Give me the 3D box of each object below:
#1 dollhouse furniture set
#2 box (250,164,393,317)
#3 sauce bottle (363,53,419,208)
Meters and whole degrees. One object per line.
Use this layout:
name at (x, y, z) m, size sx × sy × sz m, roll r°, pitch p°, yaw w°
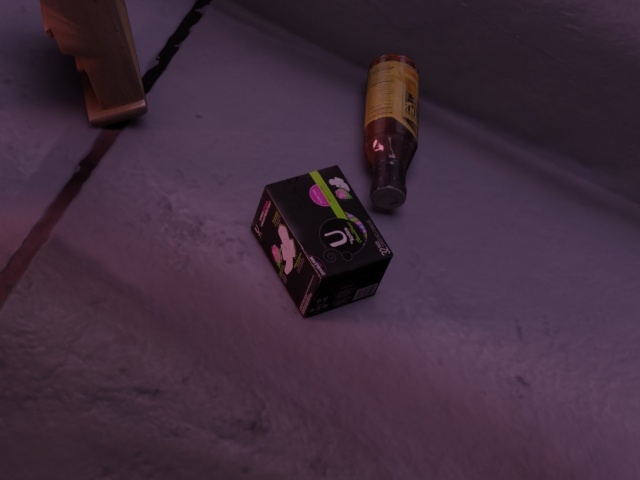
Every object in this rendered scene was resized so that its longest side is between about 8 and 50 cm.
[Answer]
dollhouse furniture set at (-0.262, -0.144, 1.253) m, size 0.242 × 0.161 × 0.212 m, roll -15°, pitch 57°, yaw 0°
box at (0.000, 0.000, 1.245) m, size 0.062 × 0.052 × 0.083 m, roll -18°, pitch 62°, yaw -27°
sauce bottle at (0.052, -0.080, 1.328) m, size 0.042 × 0.042 × 0.128 m, roll 10°, pitch 54°, yaw -9°
